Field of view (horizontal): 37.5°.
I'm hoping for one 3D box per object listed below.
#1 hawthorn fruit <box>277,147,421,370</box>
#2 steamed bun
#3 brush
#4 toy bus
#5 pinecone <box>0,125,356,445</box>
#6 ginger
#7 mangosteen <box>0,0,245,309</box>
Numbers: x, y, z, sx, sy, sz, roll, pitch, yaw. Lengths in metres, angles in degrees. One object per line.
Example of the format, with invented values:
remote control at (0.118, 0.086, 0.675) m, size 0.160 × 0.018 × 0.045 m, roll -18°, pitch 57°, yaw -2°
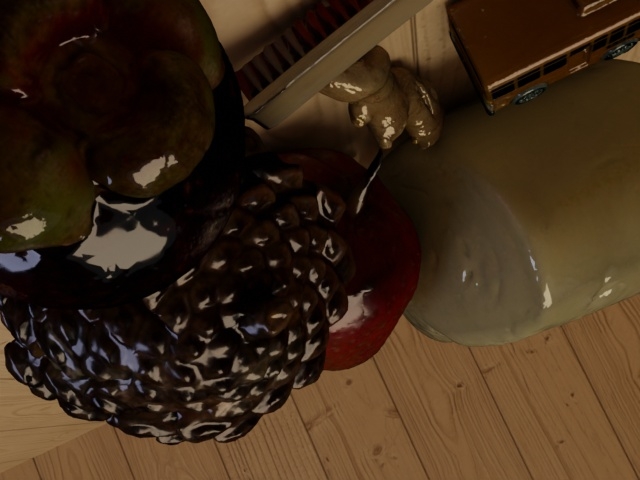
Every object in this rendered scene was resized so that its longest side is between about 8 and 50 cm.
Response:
hawthorn fruit at (0.000, 0.000, 1.015) m, size 0.254 × 0.254 × 0.300 m, roll -14°, pitch 149°, yaw -43°
steamed bun at (0.247, -0.047, 1.156) m, size 0.371 × 0.290 × 0.456 m, roll -19°, pitch 177°, yaw -18°
brush at (0.065, -0.198, 0.714) m, size 0.321 × 0.050 × 0.060 m, roll -36°, pitch 164°, yaw 13°
toy bus at (0.223, -0.208, 0.860) m, size 0.201 × 0.098 × 0.114 m, roll -25°, pitch 169°, yaw 9°
pinecone at (-0.126, 0.033, 0.803) m, size 0.295 × 0.298 × 0.242 m, roll -4°, pitch -139°, yaw 27°
ginger at (0.054, -0.136, 0.896) m, size 0.288 × 0.075 × 0.089 m, roll 2°, pitch 110°, yaw -63°
mangosteen at (-0.132, -0.062, 0.512) m, size 0.209 × 0.210 × 0.210 m, roll -24°, pitch 169°, yaw -5°
